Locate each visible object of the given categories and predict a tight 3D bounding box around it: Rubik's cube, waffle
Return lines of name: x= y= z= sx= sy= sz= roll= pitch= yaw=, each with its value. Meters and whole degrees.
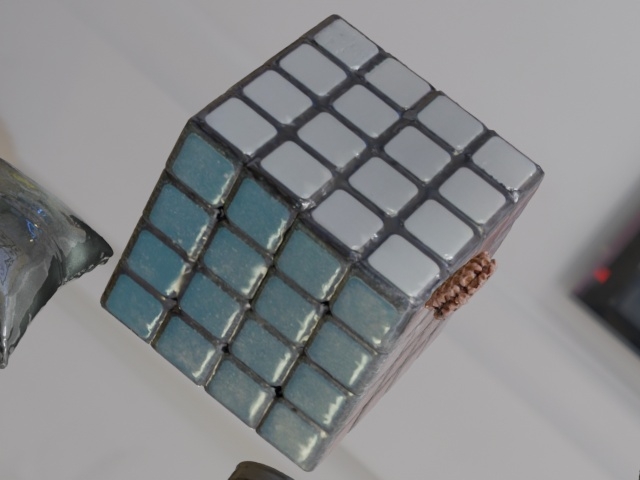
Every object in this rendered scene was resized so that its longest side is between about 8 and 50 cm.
Rubik's cube: x=0.000 y=0.000 z=2.254 sx=0.344 sy=0.337 sz=0.344 roll=-42 pitch=166 yaw=-47
waffle: x=0.137 y=0.042 z=1.825 sx=0.083 sy=0.029 sz=0.075 roll=-43 pitch=-178 yaw=-13

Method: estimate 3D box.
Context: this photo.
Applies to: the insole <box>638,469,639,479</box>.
insole: x=0.257 y=0.134 z=1.330 sx=0.004 sy=0.064 sz=0.188 roll=-13 pitch=106 yaw=-72

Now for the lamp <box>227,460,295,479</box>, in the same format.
lamp: x=0.124 y=0.205 z=1.124 sx=0.108 sy=0.371 sz=0.130 roll=-60 pitch=171 yaw=-24

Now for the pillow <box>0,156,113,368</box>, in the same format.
pillow: x=-0.315 y=0.008 z=1.796 sx=0.106 sy=0.186 sz=0.250 roll=-52 pitch=-178 yaw=29
